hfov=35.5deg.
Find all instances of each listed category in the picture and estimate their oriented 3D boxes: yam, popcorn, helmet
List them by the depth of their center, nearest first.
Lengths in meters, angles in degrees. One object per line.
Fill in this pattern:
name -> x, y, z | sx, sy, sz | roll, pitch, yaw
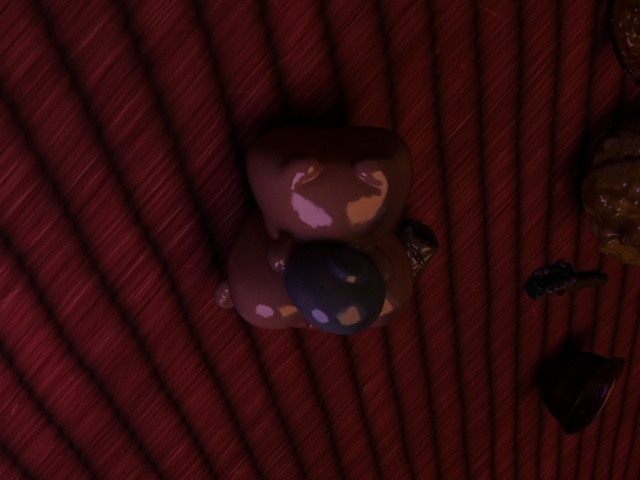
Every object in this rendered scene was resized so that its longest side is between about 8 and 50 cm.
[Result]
yam -> 0.104, 0.039, 1.318 | 0.054, 0.054, 0.132 | 6, 124, -47
popcorn -> 0.500, -0.067, 1.436 | 0.249, 0.225, 0.249 | -35, 148, -26
yam -> 0.443, 0.074, 1.696 | 0.129, 0.027, 0.033 | -3, 90, -39
helmet -> 0.474, 0.261, 1.858 | 0.155, 0.106, 0.175 | 19, 108, -54

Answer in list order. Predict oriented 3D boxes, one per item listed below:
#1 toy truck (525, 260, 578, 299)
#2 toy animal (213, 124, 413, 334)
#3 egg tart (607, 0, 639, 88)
toy truck -> 0.373, 0.067, 1.617 | 0.083, 0.039, 0.044 | -19, 155, -27
toy animal -> -0.003, -0.015, 1.058 | 0.209, 0.229, 0.221 | 1, 88, -10
egg tart -> 0.475, -0.273, 1.219 | 0.170, 0.215, 0.215 | -33, 145, -32
